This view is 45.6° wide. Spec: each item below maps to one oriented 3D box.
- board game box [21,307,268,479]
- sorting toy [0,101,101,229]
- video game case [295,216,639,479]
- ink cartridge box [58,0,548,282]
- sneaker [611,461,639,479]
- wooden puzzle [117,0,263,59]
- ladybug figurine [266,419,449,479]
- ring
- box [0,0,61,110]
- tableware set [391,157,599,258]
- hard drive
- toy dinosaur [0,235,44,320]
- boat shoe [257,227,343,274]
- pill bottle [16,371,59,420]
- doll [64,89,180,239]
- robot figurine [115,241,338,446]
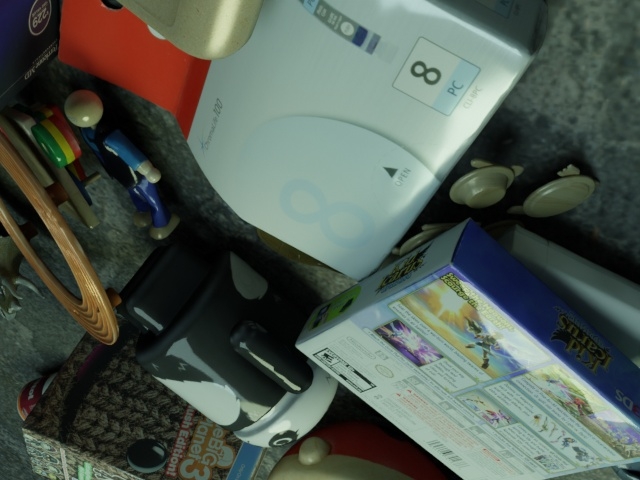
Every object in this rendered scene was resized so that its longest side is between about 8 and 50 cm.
[{"bbox_3d":[-0.213,0.248,1.051,0.291,0.232,0.141,21,140,4],"label":"board game box"},{"bbox_3d":[-0.289,-0.093,0.823,0.274,0.046,0.132,23,144,51],"label":"sorting toy"},{"bbox_3d":[0.147,0.125,0.720,0.269,0.061,0.244,40,142,-12],"label":"video game case"},{"bbox_3d":[-0.058,-0.153,0.645,0.385,0.091,0.308,27,141,-4],"label":"ink cartridge box"},{"bbox_3d":[0.396,0.299,0.782,0.131,0.148,0.350,-22,127,38],"label":"sneaker"},{"bbox_3d":[-0.145,-0.331,0.477,0.348,0.080,0.322,35,139,5],"label":"wooden puzzle"},{"bbox_3d":[0.091,0.409,1.121,0.305,0.162,0.449,-3,133,31],"label":"ladybug figurine"},{"bbox_3d":[-0.326,-0.025,0.871,0.336,0.032,0.337,40,152,26],"label":"ring"},{"bbox_3d":[-0.331,-0.175,0.629,0.103,0.261,0.184,24,141,2],"label":"box"},{"bbox_3d":[0.154,-0.022,0.679,0.141,0.020,0.169,3,149,-31],"label":"tableware set"},{"bbox_3d":[0.280,0.129,0.777,0.353,0.047,0.233,25,141,-10],"label":"hard drive"},{"bbox_3d":[-0.515,-0.025,1.029,0.160,0.121,0.313,-26,115,30],"label":"toy dinosaur"},{"bbox_3d":[0.000,0.000,0.815,0.135,0.045,0.050,21,148,0],"label":"boat shoe"},{"bbox_3d":[-0.454,0.271,1.316,0.152,0.086,0.086,-21,122,41],"label":"pill bottle"},{"bbox_3d":[-0.210,-0.083,0.812,0.129,0.046,0.189,30,155,40],"label":"doll"},{"bbox_3d":[-0.106,0.126,0.905,0.173,0.209,0.278,-42,109,17],"label":"robot figurine"}]
